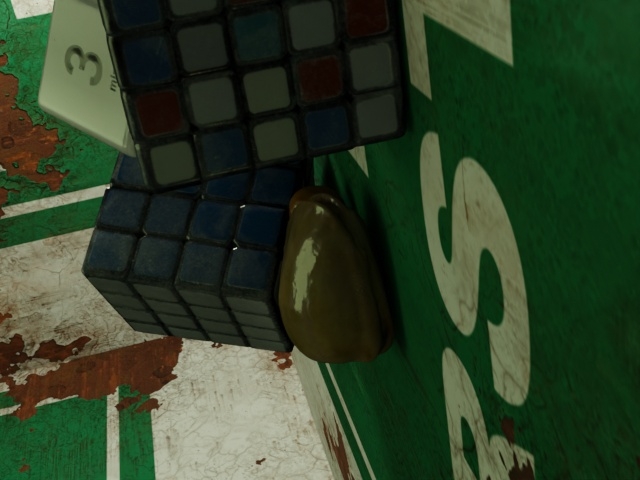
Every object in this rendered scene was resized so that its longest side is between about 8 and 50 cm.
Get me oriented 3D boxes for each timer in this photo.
[{"bbox_3d":[-0.253,-0.245,1.229,0.195,0.194,0.192,28,113,27],"label":"timer"}]

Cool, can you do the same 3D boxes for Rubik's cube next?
[{"bbox_3d":[-0.201,-0.010,1.622,0.343,0.345,0.337,80,-160,-67],"label":"Rubik's cube"},{"bbox_3d":[-0.090,-0.255,0.949,0.292,0.287,0.293,-117,15,-62],"label":"Rubik's cube"}]

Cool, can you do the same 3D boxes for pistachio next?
[{"bbox_3d":[0.011,0.054,1.268,0.213,0.163,0.260,9,114,46],"label":"pistachio"}]

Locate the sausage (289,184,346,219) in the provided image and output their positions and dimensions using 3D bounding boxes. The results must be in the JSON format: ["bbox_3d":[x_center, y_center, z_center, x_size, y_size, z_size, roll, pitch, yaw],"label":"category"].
[{"bbox_3d":[0.002,0.000,1.462,0.270,0.109,0.108,86,168,-57],"label":"sausage"}]
